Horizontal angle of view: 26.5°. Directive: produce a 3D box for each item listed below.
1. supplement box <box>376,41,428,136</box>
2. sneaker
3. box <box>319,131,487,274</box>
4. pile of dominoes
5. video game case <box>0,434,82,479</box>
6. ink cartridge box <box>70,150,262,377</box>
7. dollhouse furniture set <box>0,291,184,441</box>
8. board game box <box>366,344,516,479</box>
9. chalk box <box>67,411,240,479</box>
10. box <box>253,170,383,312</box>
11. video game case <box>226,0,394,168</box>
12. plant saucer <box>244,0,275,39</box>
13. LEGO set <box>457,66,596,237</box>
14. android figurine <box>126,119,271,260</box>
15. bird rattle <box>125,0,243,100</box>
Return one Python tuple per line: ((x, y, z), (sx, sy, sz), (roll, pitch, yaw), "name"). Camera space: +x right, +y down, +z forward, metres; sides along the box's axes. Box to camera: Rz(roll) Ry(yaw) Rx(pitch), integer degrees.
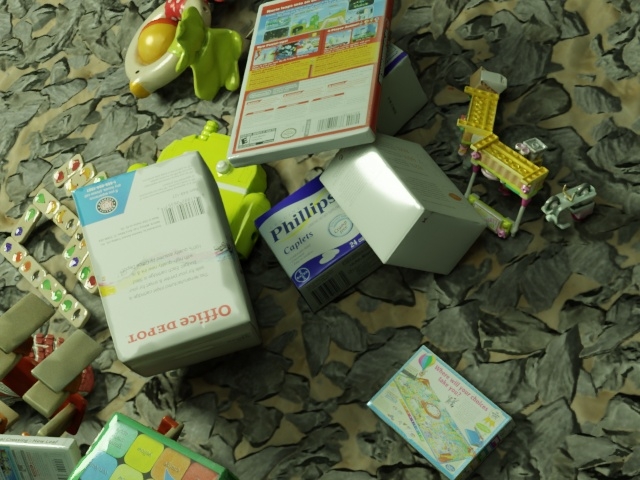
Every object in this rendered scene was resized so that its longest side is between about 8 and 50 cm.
((0.030, -0.241, 1.907), (0.114, 0.111, 0.220), (-45, 55, -8), "supplement box")
((-0.415, 0.181, 1.860), (0.225, 0.093, 0.088), (8, 43, 10), "sneaker")
((0.104, -0.050, 1.735), (0.091, 0.130, 0.170), (-54, 50, 23), "box")
((-0.353, -0.010, 1.925), (0.251, 0.040, 0.196), (36, 94, 39), "pile of dominoes")
((-0.358, 0.328, 1.673), (0.193, 0.212, 0.023), (-1, 30, 22), "video game case")
((-0.191, 0.037, 1.738), (0.171, 0.168, 0.233), (-17, 76, 0), "ink cartridge box")
((-0.317, 0.213, 1.706), (0.259, 0.262, 0.135), (37, 47, 7), "dollhouse furniture set")
((0.144, 0.210, 1.639), (0.103, 0.026, 0.154), (-45, 54, -8), "board game box")
((-0.184, 0.324, 1.542), (0.180, 0.289, 0.179), (22, 71, 31), "chalk box")
((0.000, 0.000, 1.797), (0.126, 0.072, 0.137), (-35, 53, -1), "box")
((-0.009, -0.227, 1.801), (0.204, 0.025, 0.285), (-9, 51, 24), "video game case")
((-0.048, -0.355, 2.005), (0.029, 0.168, 0.168), (39, 76, -10), "plant saucer")
((0.228, -0.103, 1.773), (0.132, 0.107, 0.287), (-9, 44, -25), "LEGO set")
((-0.181, -0.047, 1.912), (0.248, 0.056, 0.273), (17, 70, 30), "android figurine")
((-0.220, -0.322, 2.056), (0.207, 0.143, 0.253), (-32, 49, 22), "bird rattle")
